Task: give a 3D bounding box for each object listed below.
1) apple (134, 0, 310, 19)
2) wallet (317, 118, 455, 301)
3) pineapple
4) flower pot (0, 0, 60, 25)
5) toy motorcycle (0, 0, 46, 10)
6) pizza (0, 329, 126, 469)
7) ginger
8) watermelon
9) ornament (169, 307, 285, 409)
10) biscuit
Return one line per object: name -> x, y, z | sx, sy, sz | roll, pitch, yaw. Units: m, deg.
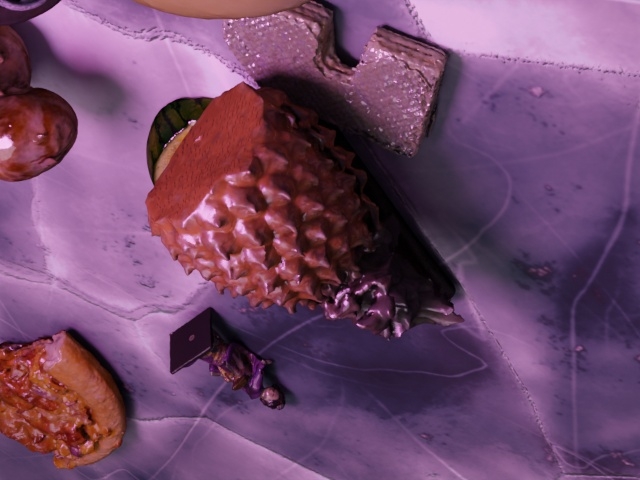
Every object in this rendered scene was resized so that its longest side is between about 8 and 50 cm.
apple -> -0.047, -0.388, 0.930 | 0.474, 0.473, 0.473 | 18, 144, 14
wallet -> 0.018, -0.028, 1.671 | 0.172, 0.045, 0.318 | -8, 130, 39
pineapple -> -0.001, 0.001, 1.520 | 0.357, 0.223, 0.223 | 35, 145, -25
flower pot -> -0.364, -0.330, 1.431 | 0.235, 0.235, 0.148 | 43, 163, -20
toy motorcycle -> -0.289, -0.384, 1.323 | 0.109, 0.198, 0.296 | 24, 143, 60
pizza -> -0.454, 0.268, 2.317 | 0.278, 0.114, 0.409 | 22, 143, -1
ginger -> -0.442, -0.235, 1.612 | 0.256, 0.176, 0.375 | 7, 133, 58
watermelon -> -0.173, -0.120, 1.695 | 0.092, 0.075, 0.181 | -14, 150, -17
ornament -> -0.117, 0.184, 2.017 | 0.203, 0.088, 0.081 | 33, 123, -29
biscuit -> 0.009, -0.186, 1.474 | 0.250, 0.046, 0.147 | 24, 145, 6
